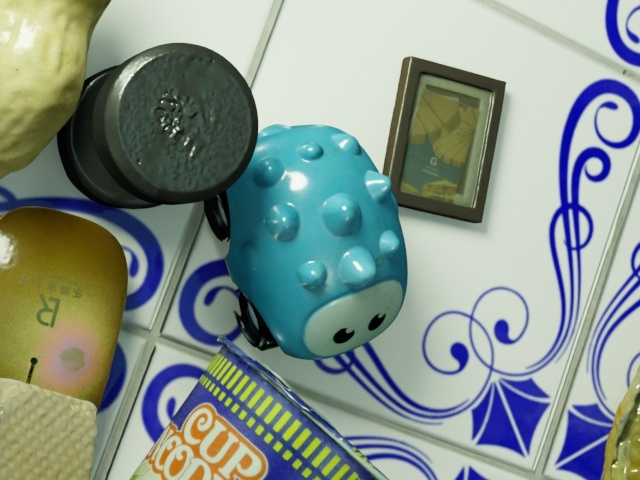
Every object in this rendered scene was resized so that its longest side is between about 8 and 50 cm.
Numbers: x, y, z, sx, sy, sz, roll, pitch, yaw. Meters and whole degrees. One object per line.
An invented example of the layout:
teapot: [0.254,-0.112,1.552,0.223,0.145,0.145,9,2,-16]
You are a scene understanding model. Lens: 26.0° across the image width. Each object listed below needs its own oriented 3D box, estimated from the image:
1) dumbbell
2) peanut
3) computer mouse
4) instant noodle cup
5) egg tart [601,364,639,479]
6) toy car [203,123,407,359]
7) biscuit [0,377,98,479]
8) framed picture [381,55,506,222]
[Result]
dumbbell: [-0.165,-0.107,1.364,0.152,0.218,0.152,0,90,-22]
peanut: [-0.274,-0.191,1.322,0.147,0.147,0.319,26,105,-19]
computer mouse: [-0.294,0.121,1.394,0.158,0.072,0.310,18,84,-19]
instant noodle cup: [-0.097,0.299,1.383,0.284,0.284,0.312,44,83,-16]
egg tart: [0.526,0.279,1.673,0.388,0.169,0.388,1,86,-18]
toy car: [0.000,0.000,1.447,0.188,0.190,0.255,-18,99,-21]
biscuit: [-0.291,0.342,1.248,0.144,0.078,0.426,28,63,-48]
framed picture: [0.140,-0.114,1.589,0.128,0.023,0.168,12,86,-21]
